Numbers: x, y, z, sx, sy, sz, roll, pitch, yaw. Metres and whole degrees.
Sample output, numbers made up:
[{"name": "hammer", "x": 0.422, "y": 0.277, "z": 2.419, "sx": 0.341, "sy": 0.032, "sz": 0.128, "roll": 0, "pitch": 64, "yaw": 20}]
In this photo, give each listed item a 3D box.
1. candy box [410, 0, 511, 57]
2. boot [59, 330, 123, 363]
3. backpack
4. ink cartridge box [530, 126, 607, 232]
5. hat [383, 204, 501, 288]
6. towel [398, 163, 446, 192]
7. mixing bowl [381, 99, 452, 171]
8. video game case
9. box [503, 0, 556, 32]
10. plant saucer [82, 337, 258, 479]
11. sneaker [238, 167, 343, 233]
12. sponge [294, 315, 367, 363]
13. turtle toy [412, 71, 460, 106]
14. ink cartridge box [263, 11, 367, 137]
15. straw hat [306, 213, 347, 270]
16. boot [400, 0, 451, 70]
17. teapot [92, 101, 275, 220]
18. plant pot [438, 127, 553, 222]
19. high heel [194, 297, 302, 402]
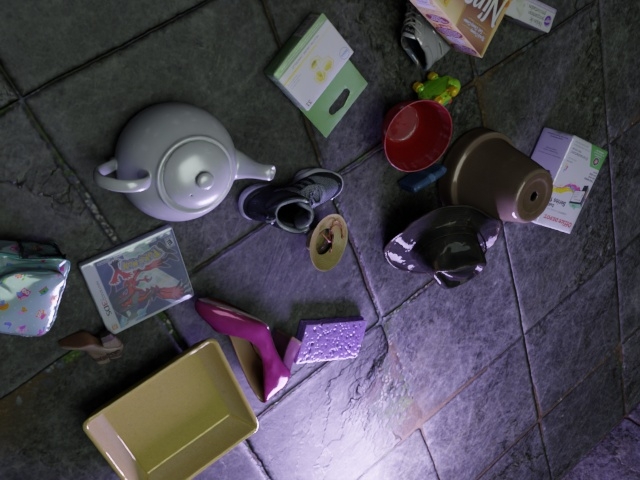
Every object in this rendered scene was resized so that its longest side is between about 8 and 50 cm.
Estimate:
[{"name": "candy box", "x": 0.298, "y": -0.550, "z": 1.421, "sx": 0.316, "sy": 0.087, "sz": 0.183, "roll": 22, "pitch": 96, "yaw": -53}, {"name": "boot", "x": -0.475, "y": 0.229, "z": 1.389, "sx": 0.118, "sy": 0.042, "sz": 0.087, "roll": -8, "pitch": 136, "yaw": -8}, {"name": "backpack", "x": -0.563, "y": 0.084, "z": 1.190, "sx": 0.188, "sy": 0.144, "sz": 0.166, "roll": 12, "pitch": 109, "yaw": -36}, {"name": "ink cartridge box", "x": 0.719, "y": -0.178, "z": 2.011, "sx": 0.201, "sy": 0.117, "sz": 0.278, "roll": 11, "pitch": 105, "yaw": -39}, {"name": "hat", "x": 0.337, "y": 0.049, "z": 1.748, "sx": 0.331, "sy": 0.134, "sz": 0.331, "roll": -10, "pitch": 149, "yaw": -6}, {"name": "towel", "x": 0.267, "y": -0.163, "z": 1.722, "sx": 0.119, "sy": 0.067, "sz": 0.029, "roll": -32, "pitch": 125, "yaw": -21}, {"name": "mixing bowl", "x": 0.216, "y": -0.269, "z": 1.603, "sx": 0.181, "sy": 0.098, "sz": 0.181, "roll": -12, "pitch": 124, "yaw": -18}, {"name": "video game case", "x": -0.382, "y": 0.084, "z": 1.398, "sx": 0.201, "sy": 0.023, "sz": 0.183, "roll": -27, "pitch": 125, "yaw": -24}, {"name": "box", "x": 0.466, "y": -0.596, "z": 1.662, "sx": 0.324, "sy": 0.067, "sz": 0.063, "roll": 4, "pitch": 109, "yaw": -38}, {"name": "plant saucer", "x": -0.344, "y": 0.413, "z": 1.546, "sx": 0.333, "sy": 0.081, "sz": 0.333, "roll": -33, "pitch": 127, "yaw": -20}, {"name": "sneaker", "x": -0.036, "y": -0.084, "z": 1.483, "sx": 0.269, "sy": 0.153, "sz": 0.101, "roll": -17, "pitch": 121, "yaw": -29}, {"name": "sponge", "x": 0.025, "y": 0.265, "z": 1.775, "sx": 0.210, "sy": 0.031, "sz": 0.117, "roll": 1, "pitch": 110, "yaw": -37}, {"name": "turtle toy", "x": 0.294, "y": -0.367, "z": 1.638, "sx": 0.130, "sy": 0.095, "sz": 0.066, "roll": -36, "pitch": 149, "yaw": -16}, {"name": "ink cartridge box", "x": 0.008, "y": -0.354, "z": 1.453, "sx": 0.171, "sy": 0.056, "sz": 0.235, "roll": -52, "pitch": 129, "yaw": -5}, {"name": "straw hat", "x": 0.000, "y": 0.000, "z": 1.610, "sx": 0.144, "sy": 0.061, "sz": 0.144, "roll": -18, "pitch": 114, "yaw": -46}, {"name": "boot", "x": 0.229, "y": -0.512, "z": 1.508, "sx": 0.123, "sy": 0.095, "sz": 0.258, "roll": -50, "pitch": 132, "yaw": -15}, {"name": "teapot", "x": -0.264, "y": -0.138, "z": 1.270, "sx": 0.256, "sy": 0.187, "sz": 0.252, "roll": -48, "pitch": 130, "yaw": -7}, {"name": "plant pot", "x": 0.488, "y": -0.150, "z": 1.784, "sx": 0.263, "sy": 0.229, "sz": 0.263, "roll": -17, "pitch": 121, "yaw": -30}, {"name": "high heel", "x": -0.185, "y": 0.264, "z": 1.551, "sx": 0.377, "sy": 0.127, "sz": 0.181, "roll": 37, "pitch": 77, "yaw": -44}]
